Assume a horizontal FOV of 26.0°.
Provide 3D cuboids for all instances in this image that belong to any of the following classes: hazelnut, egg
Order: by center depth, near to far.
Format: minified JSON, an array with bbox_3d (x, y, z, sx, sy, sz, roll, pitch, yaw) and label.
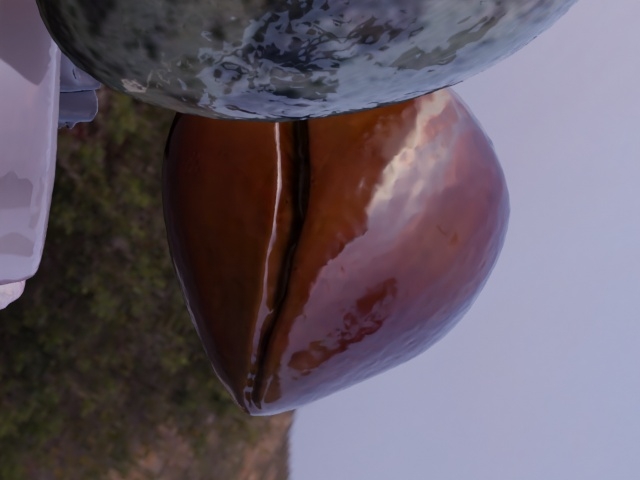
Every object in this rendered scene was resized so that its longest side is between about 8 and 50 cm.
[{"bbox_3d":[0.002,-0.097,0.351,0.172,0.132,0.132,-29,-169,11],"label":"egg"},{"bbox_3d":[0.000,0.000,0.749,0.208,0.208,0.208,-60,-175,8],"label":"hazelnut"}]

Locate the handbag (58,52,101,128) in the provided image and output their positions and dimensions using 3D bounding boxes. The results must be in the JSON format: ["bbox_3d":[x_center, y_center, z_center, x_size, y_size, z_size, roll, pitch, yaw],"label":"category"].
[{"bbox_3d":[-0.253,-0.238,1.154,0.257,0.113,0.285,7,99,-53],"label":"handbag"}]

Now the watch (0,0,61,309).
[{"bbox_3d":[-0.204,-0.085,0.468,0.196,0.231,0.244,142,-54,-73],"label":"watch"}]
